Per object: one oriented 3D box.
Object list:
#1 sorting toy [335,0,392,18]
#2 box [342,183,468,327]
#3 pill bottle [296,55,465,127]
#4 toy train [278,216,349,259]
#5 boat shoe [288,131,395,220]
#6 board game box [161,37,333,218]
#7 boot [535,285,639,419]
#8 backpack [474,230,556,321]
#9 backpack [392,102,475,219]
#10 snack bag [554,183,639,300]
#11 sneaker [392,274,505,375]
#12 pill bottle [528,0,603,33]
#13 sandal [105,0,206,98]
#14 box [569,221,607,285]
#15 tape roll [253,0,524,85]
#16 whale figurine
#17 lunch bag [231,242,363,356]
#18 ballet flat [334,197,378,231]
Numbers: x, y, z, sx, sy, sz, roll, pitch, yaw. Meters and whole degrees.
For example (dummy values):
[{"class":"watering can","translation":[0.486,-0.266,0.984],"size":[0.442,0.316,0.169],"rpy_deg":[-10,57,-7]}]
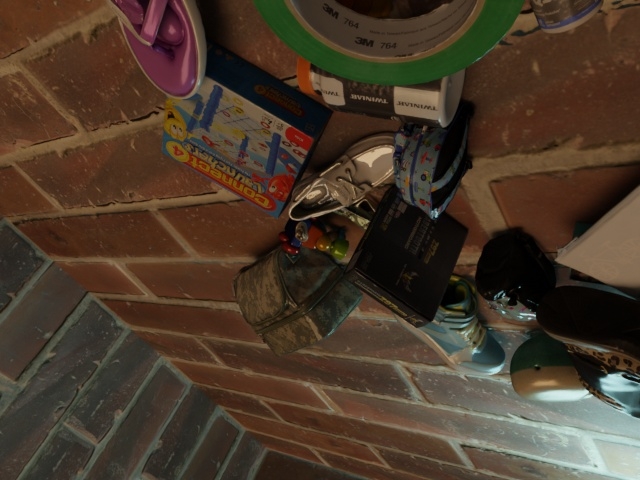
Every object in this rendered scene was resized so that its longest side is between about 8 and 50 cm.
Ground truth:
[{"class":"sorting toy","translation":[0.088,-0.403,0.722],"size":[0.126,0.127,0.365],"rpy_deg":[11,154,-17]},{"class":"box","translation":[0.171,0.025,1.104],"size":[0.183,0.232,0.059],"rpy_deg":[36,150,-9]},{"class":"pill bottle","translation":[0.088,-0.256,0.876],"size":[0.246,0.130,0.130],"rpy_deg":[14,145,22]},{"class":"toy train","translation":[0.000,0.000,1.242],"size":[0.143,0.105,0.248],"rpy_deg":[25,-171,-15]},{"class":"boat shoe","translation":[0.049,-0.108,1.098],"size":[0.277,0.096,0.098],"rpy_deg":[-30,112,34]},{"class":"board game box","translation":[-0.167,-0.221,1.165],"size":[0.308,0.086,0.302],"rpy_deg":[30,147,-1]},{"class":"boot","translation":[0.591,0.226,0.991],"size":[0.377,0.138,0.284],"rpy_deg":[15,155,43]},{"class":"backpack","translation":[0.389,0.086,1.124],"size":[0.182,0.151,0.115],"rpy_deg":[35,155,-32]},{"class":"backpack","translation":[0.179,-0.128,0.942],"size":[0.117,0.173,0.158],"rpy_deg":[14,146,22]},{"class":"snack bag","translation":[0.587,0.027,0.856],"size":[0.343,0.037,0.323],"rpy_deg":[28,147,3]},{"class":"sneaker","translation":[0.337,0.198,1.319],"size":[0.319,0.127,0.208],"rpy_deg":[32,149,-6]},{"class":"pill bottle","translation":[0.278,-0.327,0.677],"size":[0.078,0.078,0.137],"rpy_deg":[-7,133,44]},{"class":"sandal","translation":[-0.296,-0.418,0.896],"size":[0.169,0.102,0.416],"rpy_deg":[12,128,26]},{"class":"box","translation":[0.564,0.036,0.975],"size":[0.244,0.060,0.100],"rpy_deg":[8,142,29]},{"class":"tape roll","translation":[0.072,-0.318,0.649],"size":[0.321,0.077,0.321],"rpy_deg":[10,153,5]},{"class":"whale figurine","translation":[0.552,0.302,1.317],"size":[0.216,0.141,0.272],"rpy_deg":[-19,149,37]},{"class":"lunch bag","translation":[-0.084,0.143,1.510],"size":[0.256,0.212,0.305],"rpy_deg":[52,144,-5]},{"class":"ballet flat","translation":[0.070,-0.077,1.217],"size":[0.188,0.070,0.070],"rpy_deg":[30,148,-5]}]
